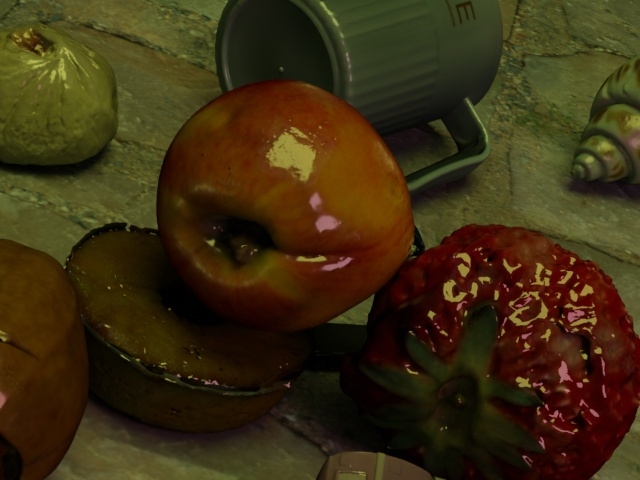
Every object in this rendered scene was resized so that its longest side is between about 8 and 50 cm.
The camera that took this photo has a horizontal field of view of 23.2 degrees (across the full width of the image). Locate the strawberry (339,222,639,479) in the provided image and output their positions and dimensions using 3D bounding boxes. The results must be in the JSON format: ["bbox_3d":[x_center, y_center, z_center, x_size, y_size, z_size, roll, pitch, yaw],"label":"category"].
[{"bbox_3d":[0.201,0.105,1.599,0.292,0.292,0.310,28,50,13],"label":"strawberry"}]

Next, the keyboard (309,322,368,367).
[{"bbox_3d":[0.081,0.120,1.747,0.231,0.023,0.072,4,29,-22],"label":"keyboard"}]

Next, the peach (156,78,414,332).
[{"bbox_3d":[-0.030,-0.038,1.557,0.281,0.238,0.281,11,25,-5],"label":"peach"}]

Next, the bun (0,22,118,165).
[{"bbox_3d":[-0.345,-0.191,1.873,0.220,0.134,0.220,10,37,-8],"label":"bun"}]

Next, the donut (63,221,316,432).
[{"bbox_3d":[-0.142,0.096,1.602,0.272,0.107,0.272,17,35,-12],"label":"donut"}]

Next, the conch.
[{"bbox_3d":[0.506,-0.177,2.239,0.368,0.197,0.249,-2,0,-22],"label":"conch"}]

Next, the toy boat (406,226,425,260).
[{"bbox_3d":[-0.017,-0.018,1.855,0.291,0.070,0.210,-20,47,-40],"label":"toy boat"}]

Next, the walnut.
[{"bbox_3d":[-0.308,0.106,1.415,0.209,0.209,0.336,16,26,-5],"label":"walnut"}]

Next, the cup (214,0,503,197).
[{"bbox_3d":[0.053,-0.223,2.069,0.257,0.331,0.311,3,18,44],"label":"cup"}]

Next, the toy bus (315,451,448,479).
[{"bbox_3d":[0.045,0.299,1.363,0.142,0.142,0.202,17,32,-3],"label":"toy bus"}]
